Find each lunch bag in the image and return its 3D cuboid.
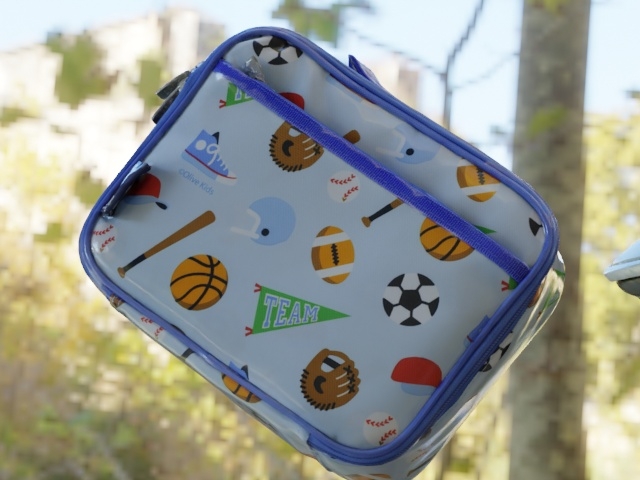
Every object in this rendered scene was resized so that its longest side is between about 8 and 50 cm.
[{"bbox_3d":[0.000,0.000,1.320,0.303,0.243,0.115,36,-7,20],"label":"lunch bag"}]

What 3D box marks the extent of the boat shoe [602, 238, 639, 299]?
[{"bbox_3d":[0.322,0.009,1.455,0.114,0.091,0.302,-40,6,-25],"label":"boat shoe"}]
